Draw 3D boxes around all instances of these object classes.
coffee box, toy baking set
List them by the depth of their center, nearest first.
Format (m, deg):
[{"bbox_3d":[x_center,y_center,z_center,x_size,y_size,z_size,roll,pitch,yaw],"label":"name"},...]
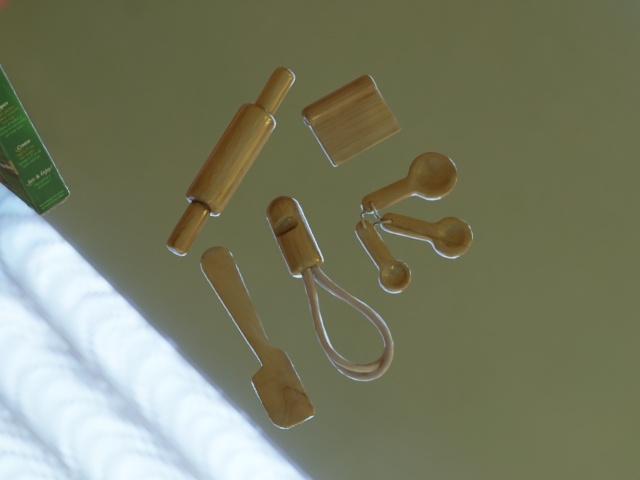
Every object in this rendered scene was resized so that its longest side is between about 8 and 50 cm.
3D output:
[{"bbox_3d":[-0.005,-0.005,1.257,0.256,0.196,0.030,-54,171,-17],"label":"toy baking set"},{"bbox_3d":[-0.312,-0.120,1.666,0.040,0.184,0.113,-36,-143,-17],"label":"coffee box"}]
